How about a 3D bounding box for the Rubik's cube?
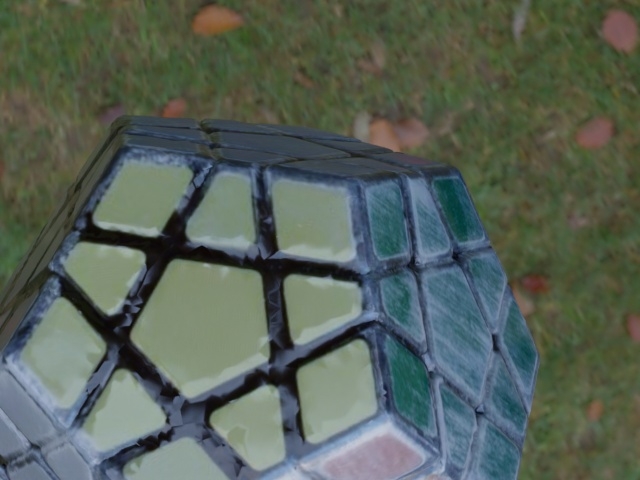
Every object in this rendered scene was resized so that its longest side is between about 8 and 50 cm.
[{"bbox_3d":[-0.040,0.077,0.931,0.319,0.319,0.264,4,101,-16],"label":"Rubik's cube"}]
